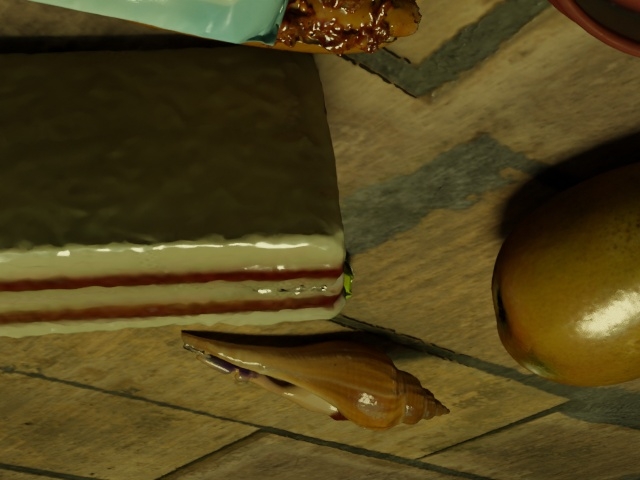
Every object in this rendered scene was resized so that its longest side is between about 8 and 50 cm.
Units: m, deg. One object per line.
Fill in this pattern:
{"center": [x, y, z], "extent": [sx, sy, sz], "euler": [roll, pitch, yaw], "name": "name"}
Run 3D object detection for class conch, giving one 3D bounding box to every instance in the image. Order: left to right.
{"center": [-0.001, 0.151, 1.139], "extent": [0.330, 0.093, 0.109], "euler": [22, 164, -5], "name": "conch"}

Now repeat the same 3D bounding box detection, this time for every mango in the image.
{"center": [0.299, 0.019, 0.857], "extent": [0.317, 0.172, 0.211], "euler": [-25, 145, 20], "name": "mango"}

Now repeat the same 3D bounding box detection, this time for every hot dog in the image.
{"center": [-0.053, -0.157, 0.594], "extent": [0.249, 0.076, 0.102], "euler": [9, 151, -23], "name": "hot dog"}

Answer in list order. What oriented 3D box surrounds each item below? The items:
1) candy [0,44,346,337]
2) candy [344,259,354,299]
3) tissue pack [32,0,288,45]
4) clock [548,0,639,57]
{"center": [-0.144, -0.035, 0.691], "extent": [0.321, 0.179, 0.135], "euler": [-3, 151, -2], "name": "candy"}
{"center": [0.000, 0.000, 0.911], "extent": [0.058, 0.062, 0.194], "euler": [33, 151, 26], "name": "candy"}
{"center": [-0.067, -0.225, 0.422], "extent": [0.177, 0.089, 0.263], "euler": [8, 132, -20], "name": "tissue pack"}
{"center": [0.256, -0.221, 0.523], "extent": [0.319, 0.080, 0.318], "euler": [0, 146, 0], "name": "clock"}
